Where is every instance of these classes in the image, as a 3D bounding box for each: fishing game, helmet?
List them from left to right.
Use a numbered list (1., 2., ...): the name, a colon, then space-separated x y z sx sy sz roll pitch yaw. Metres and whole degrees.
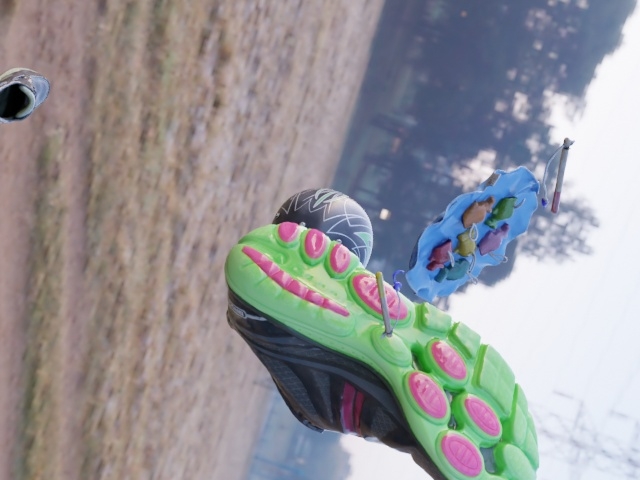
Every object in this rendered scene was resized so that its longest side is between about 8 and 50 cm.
1. helmet: 0.000 0.000 1.767 0.169 0.169 0.162 -69 172 -64
2. fishing game: 0.169 -0.001 1.242 0.264 0.041 0.189 -33 150 -17

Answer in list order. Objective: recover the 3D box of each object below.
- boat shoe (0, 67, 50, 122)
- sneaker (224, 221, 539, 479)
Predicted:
1. boat shoe: -0.465 -0.212 1.773 0.223 0.073 0.080 -33 136 -68
2. sneaker: 0.074 0.173 1.485 0.185 0.483 0.202 -40 165 -35
